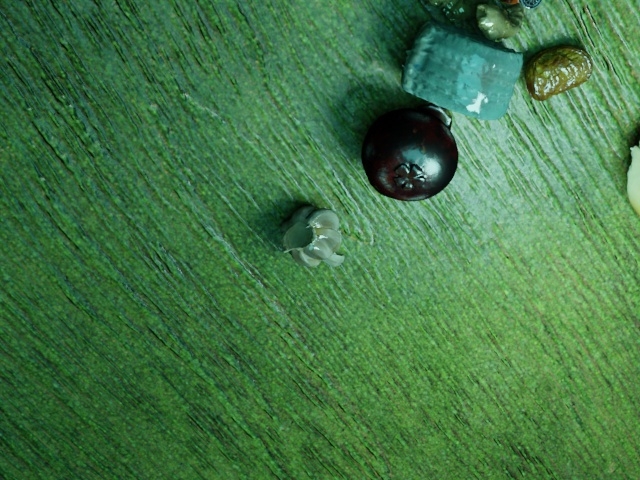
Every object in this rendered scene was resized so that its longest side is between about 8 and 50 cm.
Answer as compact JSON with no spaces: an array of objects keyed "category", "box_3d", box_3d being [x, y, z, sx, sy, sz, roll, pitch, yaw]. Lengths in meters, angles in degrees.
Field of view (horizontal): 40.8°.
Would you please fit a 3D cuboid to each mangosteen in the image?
[{"category":"mangosteen","box_3d":[0.180,-0.177,1.740,0.209,0.210,0.210,-2,114,-5]}]

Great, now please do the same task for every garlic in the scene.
[{"category":"garlic","box_3d":[0.000,0.000,1.858,0.131,0.127,0.194,-31,142,28]}]

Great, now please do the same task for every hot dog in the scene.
[{"category":"hot dog","box_3d":[0.486,-0.345,1.767,0.147,0.065,0.099,-26,114,-6]}]

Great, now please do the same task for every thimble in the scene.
[{"category":"thimble","box_3d":[0.271,-0.333,1.677,0.235,0.198,0.143,11,111,-17]}]

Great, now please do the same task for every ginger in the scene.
[{"category":"ginger","box_3d":[0.351,-0.425,1.673,0.051,0.173,0.070,-14,93,34]}]

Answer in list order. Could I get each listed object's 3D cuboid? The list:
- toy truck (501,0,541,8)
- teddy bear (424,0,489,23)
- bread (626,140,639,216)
[{"category":"toy truck","box_3d":[0.464,-0.535,1.656,0.252,0.107,0.114,-17,114,1]},{"category":"teddy bear","box_3d":[0.234,-0.548,1.604,0.256,0.156,0.267,15,113,-10]},{"category":"bread","box_3d":[0.836,-0.179,1.776,0.329,0.245,0.424,26,113,-15]}]
